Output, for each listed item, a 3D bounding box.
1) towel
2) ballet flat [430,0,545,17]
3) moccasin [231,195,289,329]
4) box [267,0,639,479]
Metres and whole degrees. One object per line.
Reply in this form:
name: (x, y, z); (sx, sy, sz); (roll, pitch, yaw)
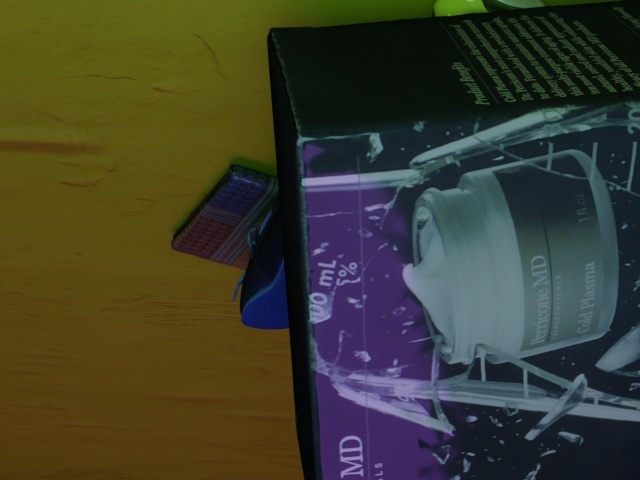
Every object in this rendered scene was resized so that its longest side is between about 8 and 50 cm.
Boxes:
towel: (0.000, 0.000, 1.726); (0.370, 0.040, 0.271); (17, 151, -20)
ballet flat: (0.221, -0.207, 1.245); (0.231, 0.077, 0.077); (21, 131, -26)
moccasin: (-0.024, 0.011, 1.592); (0.137, 0.117, 0.342); (3, 151, -21)
box: (0.205, 0.040, 1.166); (0.471, 0.297, 0.480); (-5, 117, -4)
